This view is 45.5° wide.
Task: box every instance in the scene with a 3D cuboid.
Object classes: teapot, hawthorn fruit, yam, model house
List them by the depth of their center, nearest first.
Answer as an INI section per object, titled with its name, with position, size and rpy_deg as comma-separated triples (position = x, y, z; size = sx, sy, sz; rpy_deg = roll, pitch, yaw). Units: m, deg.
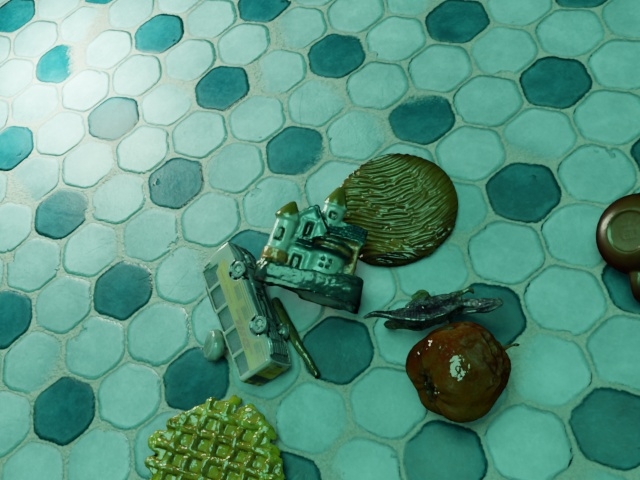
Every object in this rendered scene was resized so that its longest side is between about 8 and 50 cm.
[hawthorn fruit]
position = 0.313, 0.254, 1.591
size = 0.243, 0.207, 0.207
rpy_deg = -22, 56, -20
[teapot]
position = 0.696, 0.010, 1.648
size = 0.178, 0.135, 0.252
rpy_deg = -11, 75, 49
[model house]
position = 0.000, 0.000, 1.768
size = 0.253, 0.184, 0.291
rpy_deg = 15, 76, 6
[yam]
position = -0.060, 0.226, 1.801
size = 0.029, 0.027, 0.234
rpy_deg = -49, 55, 25

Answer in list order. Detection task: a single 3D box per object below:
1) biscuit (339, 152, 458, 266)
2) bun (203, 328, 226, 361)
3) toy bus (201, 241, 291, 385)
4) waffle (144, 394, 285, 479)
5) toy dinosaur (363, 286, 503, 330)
[biscuit]
position = 0.181, -0.081, 1.888
size = 0.317, 0.040, 0.318
rpy_deg = -7, 61, 12
[bun]
position = -0.250, 0.252, 1.823
size = 0.045, 0.083, 0.083
rpy_deg = 12, 59, -24
[toy bus]
position = -0.175, 0.171, 1.819
size = 0.138, 0.097, 0.343
rpy_deg = -38, 57, 19
[waffle]
position = -0.240, 0.502, 1.686
size = 0.324, 0.068, 0.302
rpy_deg = -31, 58, 1
[toy dinosaur]
position = 0.246, 0.148, 1.673
size = 0.294, 0.162, 0.077
rpy_deg = -18, 91, 7
